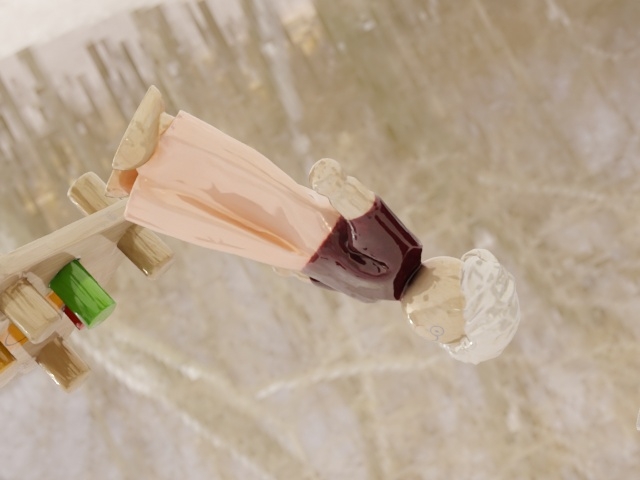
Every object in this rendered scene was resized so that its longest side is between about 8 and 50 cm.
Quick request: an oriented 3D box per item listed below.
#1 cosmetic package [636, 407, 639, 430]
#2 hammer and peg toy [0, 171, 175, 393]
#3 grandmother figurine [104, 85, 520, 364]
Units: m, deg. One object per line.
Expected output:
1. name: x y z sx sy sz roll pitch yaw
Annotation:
1. cosmetic package: 0.326 0.122 1.265 0.127 0.107 0.238 8 166 29
2. hammer and peg toy: -0.261 0.062 1.716 0.266 0.127 0.361 -51 169 32
3. grandmother figurine: 0.000 0.000 1.378 0.208 0.342 0.104 130 -15 -78
